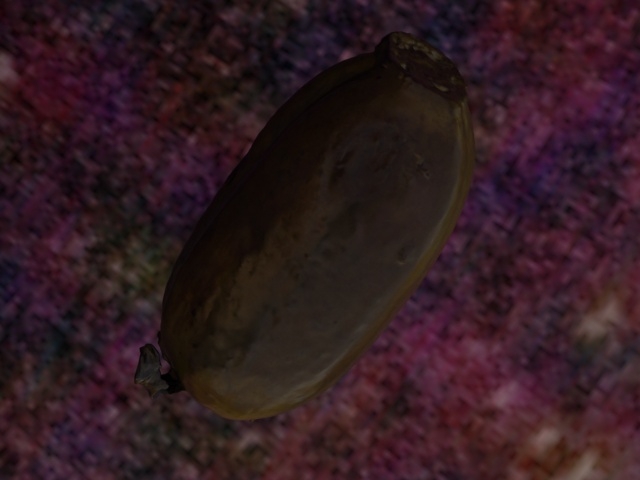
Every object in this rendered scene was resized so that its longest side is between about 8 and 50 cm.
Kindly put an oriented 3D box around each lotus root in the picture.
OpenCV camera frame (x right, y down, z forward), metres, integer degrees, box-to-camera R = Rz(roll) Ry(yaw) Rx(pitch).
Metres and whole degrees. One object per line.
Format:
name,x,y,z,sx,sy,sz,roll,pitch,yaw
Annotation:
lotus root,0.000,0.000,1.050,0.123,0.124,0.241,32,111,-21
